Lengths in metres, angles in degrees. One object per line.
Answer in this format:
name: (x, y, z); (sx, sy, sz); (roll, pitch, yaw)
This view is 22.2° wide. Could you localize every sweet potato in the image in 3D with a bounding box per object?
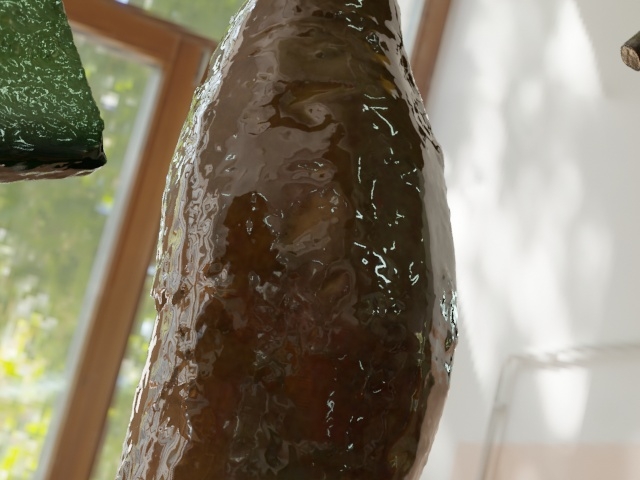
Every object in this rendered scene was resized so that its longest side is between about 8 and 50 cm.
sweet potato: (-0.003, -0.001, 0.645); (0.131, 0.337, 0.131); (9, -12, 2)

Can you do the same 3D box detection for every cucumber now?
cucumber: (-0.134, -0.063, 0.498); (0.115, 0.116, 0.062); (-9, -18, -41)

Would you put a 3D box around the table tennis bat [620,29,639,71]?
table tennis bat: (0.311, -0.208, 1.221); (0.022, 0.234, 0.131); (41, -18, 24)
